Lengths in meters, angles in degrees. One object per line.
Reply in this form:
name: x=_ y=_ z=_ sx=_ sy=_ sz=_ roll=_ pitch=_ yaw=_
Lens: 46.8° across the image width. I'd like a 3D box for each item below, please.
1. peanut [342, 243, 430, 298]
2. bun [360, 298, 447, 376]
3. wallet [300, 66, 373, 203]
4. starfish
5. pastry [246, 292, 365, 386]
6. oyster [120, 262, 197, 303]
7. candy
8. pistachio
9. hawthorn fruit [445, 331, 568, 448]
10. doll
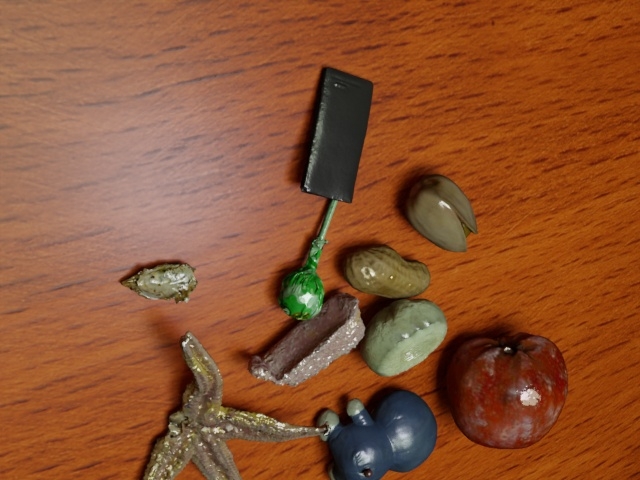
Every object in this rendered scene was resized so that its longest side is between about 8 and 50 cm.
peanut: x=0.143 y=0.067 z=1.539 sx=0.225 sy=0.095 sz=0.108 roll=15 pitch=79 yaw=-34
bun: x=0.169 y=0.193 z=1.559 sx=0.195 sy=0.118 sz=0.195 roll=-24 pitch=149 yaw=-16
wallet: x=0.036 y=-0.201 z=1.423 sx=0.124 sy=0.025 sz=0.245 roll=12 pitch=88 yaw=-34
starfish: x=-0.199 y=0.396 z=1.416 sx=0.383 sy=0.132 sz=0.398 roll=28 pitch=94 yaw=-28
pastry: x=-0.022 y=0.213 z=1.476 sx=0.265 sy=0.103 sz=0.112 roll=-29 pitch=128 yaw=-17
oyster: x=-0.287 y=0.070 z=1.338 sx=0.132 sy=0.029 sz=0.086 roll=25 pitch=85 yaw=-29
candy: x=-0.001 y=-0.001 z=1.461 sx=0.097 sy=0.097 sz=0.324 roll=22 pitch=85 yaw=-32
pistachio: x=0.261 y=-0.054 z=1.553 sx=0.130 sy=0.131 sz=0.206 roll=-50 pitch=126 yaw=2
hawthorn fruit: x=0.422 y=0.337 z=1.692 sx=0.284 sy=0.284 sz=0.285 roll=-8 pitch=108 yaw=-27
doll: x=0.135 y=0.433 z=1.623 sx=0.258 sy=0.154 sz=0.228 roll=-23 pitch=111 yaw=-30
